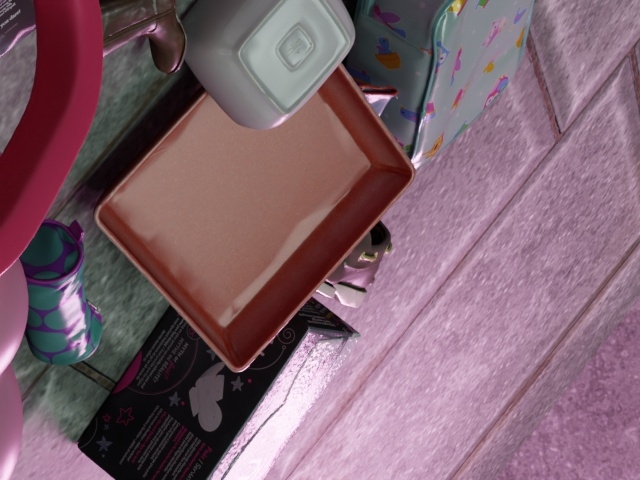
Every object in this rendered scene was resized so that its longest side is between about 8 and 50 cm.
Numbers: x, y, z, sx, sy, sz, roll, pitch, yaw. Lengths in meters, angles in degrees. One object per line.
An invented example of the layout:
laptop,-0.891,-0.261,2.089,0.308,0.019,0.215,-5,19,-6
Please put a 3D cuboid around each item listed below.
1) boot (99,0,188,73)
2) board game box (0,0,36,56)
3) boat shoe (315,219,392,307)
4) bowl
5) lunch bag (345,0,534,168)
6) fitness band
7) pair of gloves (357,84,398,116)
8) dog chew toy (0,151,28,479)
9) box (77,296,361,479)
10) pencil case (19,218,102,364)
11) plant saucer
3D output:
boot,-0.151,-0.153,1.509,0.114,0.037,0.106,-40,144,-40
board game box,-0.192,-0.204,1.350,0.186,0.026,0.126,-43,158,-24
boat shoe,0.000,0.000,1.999,0.097,0.116,0.324,-58,164,3
bowl,-0.035,-0.169,1.637,0.142,0.053,0.142,-49,135,-11
lunch bag,0.123,-0.212,1.913,0.224,0.108,0.279,-47,162,-29
fitness band,-0.225,-0.101,1.199,0.209,0.054,0.291,62,37,-38
pair of gloves,-0.014,-0.092,1.848,0.198,0.023,0.159,-4,140,-33
dog chew toy,-0.292,0.057,1.336,0.206,0.206,0.332,-26,140,-51
box,-0.098,0.154,1.993,0.247,0.142,0.163,-55,160,8
pencil case,-0.222,0.044,1.646,0.070,0.064,0.151,-29,154,-16
plant saucer,-0.062,-0.049,1.748,0.258,0.048,0.259,-48,135,-10
